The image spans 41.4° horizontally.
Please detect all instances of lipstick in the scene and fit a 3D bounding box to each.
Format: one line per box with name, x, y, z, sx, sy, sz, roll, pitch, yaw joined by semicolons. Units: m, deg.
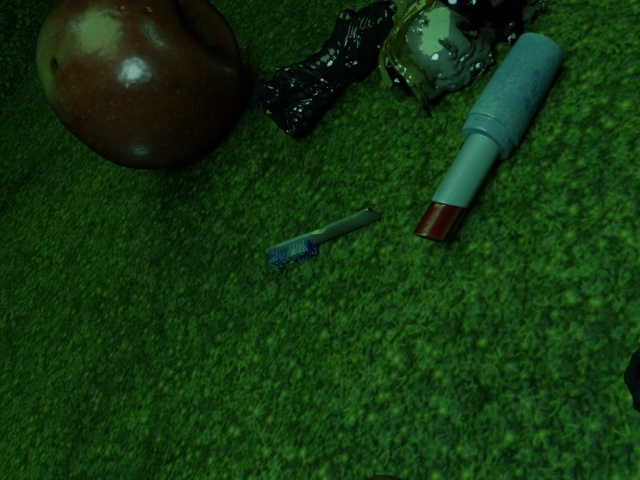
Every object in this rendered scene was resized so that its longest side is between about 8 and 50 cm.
lipstick;0.186;-0.111;0.958;0.061;0.068;0.274;18;72;47

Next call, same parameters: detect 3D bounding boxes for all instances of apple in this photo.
apple;-0.293;-0.288;1.419;0.277;0.348;0.348;-33;39;26

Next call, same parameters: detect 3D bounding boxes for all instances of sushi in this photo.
sushi;0.187;-0.298;1.075;0.291;0.139;0.131;-43;43;8

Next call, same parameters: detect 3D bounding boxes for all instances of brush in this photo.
brush;0.000;-0.001;1.096;0.179;0.033;0.030;-22;51;35

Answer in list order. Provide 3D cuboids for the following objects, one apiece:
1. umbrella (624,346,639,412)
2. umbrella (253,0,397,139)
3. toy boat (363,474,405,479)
umbrella;0.328;0.040;0.669;0.248;0.071;0.071;-52;35;0
umbrella;0.028;-0.271;1.252;0.272;0.122;0.110;-40;80;8
toy boat;0.091;0.250;0.758;0.149;0.049;0.047;23;107;52
